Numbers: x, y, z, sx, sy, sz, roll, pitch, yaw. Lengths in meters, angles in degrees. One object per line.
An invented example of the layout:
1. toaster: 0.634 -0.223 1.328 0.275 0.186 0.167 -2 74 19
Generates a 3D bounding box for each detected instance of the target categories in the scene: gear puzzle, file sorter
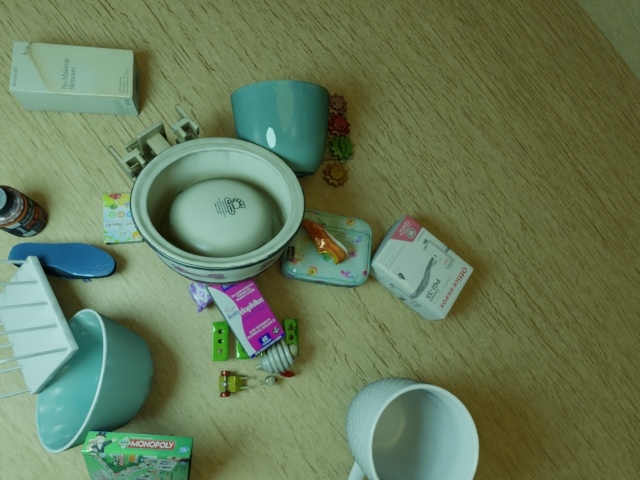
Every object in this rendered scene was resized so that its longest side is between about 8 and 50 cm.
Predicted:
1. gear puzzle: 0.026 -0.343 1.373 0.175 0.044 0.339 -4 79 -14
2. file sorter: -0.733 0.202 0.933 0.193 0.173 0.278 -43 71 18

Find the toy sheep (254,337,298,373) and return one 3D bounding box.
1. toy sheep: -0.121 0.321 1.124 0.132 0.091 0.091 -23 84 -3

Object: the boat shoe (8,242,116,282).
1. boat shoe: -0.678 0.053 1.101 0.258 0.089 0.109 13 62 -5

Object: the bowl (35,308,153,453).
1. bowl: -0.526 0.332 0.989 0.163 0.311 0.312 25 68 -48

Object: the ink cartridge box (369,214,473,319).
1. ink cartridge box: 0.313 0.089 1.308 0.283 0.117 0.207 38 72 -3

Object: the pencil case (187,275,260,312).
1. pencil case: -0.275 0.120 1.176 0.206 0.086 0.088 -31 64 -17

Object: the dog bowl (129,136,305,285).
1. dog bowl: -0.250 -0.067 1.037 0.407 0.150 0.408 6 55 -8

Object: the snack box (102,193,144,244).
1. snack box: -0.565 -0.062 1.174 0.100 0.037 0.141 -5 79 -13

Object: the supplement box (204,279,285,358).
1. supplement box: -0.205 0.187 1.098 0.111 0.114 0.220 -33 97 -19

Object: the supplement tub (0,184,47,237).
1. supplement tub: -0.789 -0.076 1.040 0.105 0.198 0.106 3 78 -13

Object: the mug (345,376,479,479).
1. mug: 0.178 0.541 1.066 0.276 0.328 0.374 35 73 -4

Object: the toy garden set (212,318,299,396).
1. toy garden set: -0.185 0.333 1.175 0.244 0.049 0.204 1 76 -14

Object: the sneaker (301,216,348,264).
1. sneaker: 0.000 0.000 1.170 0.175 0.064 0.067 42 81 2

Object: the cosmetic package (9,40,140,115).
1. cosmetic package: -0.701 -0.468 1.194 0.309 0.113 0.160 -2 79 -15

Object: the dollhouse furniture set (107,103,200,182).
1. dollhouse furniture set: -0.468 -0.268 1.136 0.212 0.242 0.161 -41 89 -18

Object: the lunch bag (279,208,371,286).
1. lunch bag: 0.015 0.021 1.257 0.279 0.108 0.224 11 76 -11

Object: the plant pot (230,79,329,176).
1. plant pot: -0.113 -0.309 1.217 0.292 0.293 0.235 -3 92 -14

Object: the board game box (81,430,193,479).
1. board game box: -0.413 0.538 0.950 0.213 0.317 0.046 10 41 -11
